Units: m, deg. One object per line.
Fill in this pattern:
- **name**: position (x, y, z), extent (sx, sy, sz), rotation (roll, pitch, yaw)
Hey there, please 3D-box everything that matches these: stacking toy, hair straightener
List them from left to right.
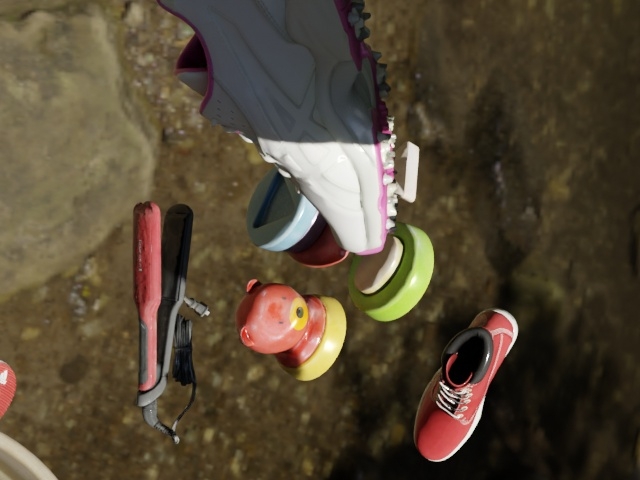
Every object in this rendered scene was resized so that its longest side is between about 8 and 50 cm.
- **hair straightener**: position (-0.135, 0.078, 1.081), extent (0.089, 0.047, 0.230), rotation (-1, 88, -45)
- **stacking toy**: position (0.000, 0.000, 1.501), extent (0.130, 0.279, 0.309), rotation (26, 48, -36)

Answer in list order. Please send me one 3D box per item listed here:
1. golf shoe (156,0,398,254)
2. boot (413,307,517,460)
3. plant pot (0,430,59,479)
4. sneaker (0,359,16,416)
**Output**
- **golf shoe**: position (-0.021, -0.103, 0.795), extent (0.306, 0.140, 0.115), rotation (74, 12, -45)
- **boot**: position (0.178, 0.213, 1.547), extent (0.244, 0.088, 0.176), rotation (-66, 164, 17)
- **plant pot**: position (-0.379, 0.311, 0.928), extent (0.323, 0.280, 0.323), rotation (9, 71, -28)
- **sneaker**: position (-0.325, 0.140, 0.790), extent (0.221, 0.128, 0.087), rotation (-47, 153, -10)
